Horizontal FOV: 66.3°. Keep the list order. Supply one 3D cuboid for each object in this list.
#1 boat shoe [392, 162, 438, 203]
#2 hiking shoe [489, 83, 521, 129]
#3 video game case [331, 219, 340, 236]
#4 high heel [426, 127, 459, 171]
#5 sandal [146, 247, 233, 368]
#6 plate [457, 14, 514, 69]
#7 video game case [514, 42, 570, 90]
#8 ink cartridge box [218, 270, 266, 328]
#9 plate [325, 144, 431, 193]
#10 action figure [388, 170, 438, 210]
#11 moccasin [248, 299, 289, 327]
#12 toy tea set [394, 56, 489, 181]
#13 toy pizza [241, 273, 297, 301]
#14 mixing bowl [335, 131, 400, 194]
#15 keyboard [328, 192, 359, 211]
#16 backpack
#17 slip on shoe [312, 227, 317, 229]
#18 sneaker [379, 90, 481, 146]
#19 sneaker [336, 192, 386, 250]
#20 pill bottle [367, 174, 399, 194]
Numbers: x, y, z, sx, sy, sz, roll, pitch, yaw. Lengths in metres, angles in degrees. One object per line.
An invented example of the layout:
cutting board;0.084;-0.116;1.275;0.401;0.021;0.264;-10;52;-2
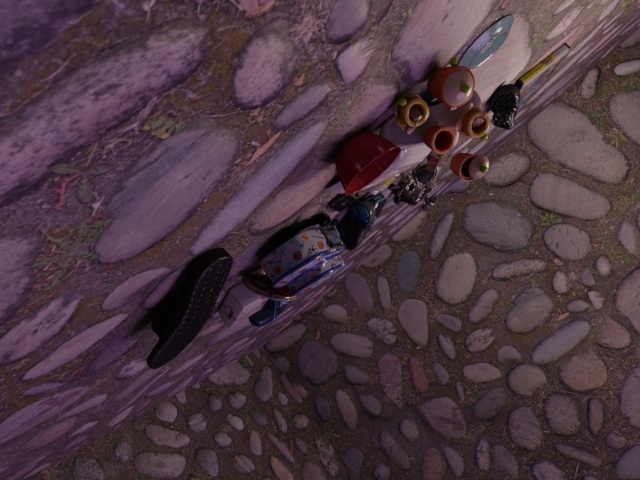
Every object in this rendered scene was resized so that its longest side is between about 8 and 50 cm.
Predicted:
boat shoe;0.410;-0.246;2.144;0.254;0.095;0.079;-36;-175;43
hiking shoe;0.746;-0.563;1.961;0.132;0.113;0.304;-68;163;-4
video game case;0.000;0.000;1.920;0.157;0.019;0.143;-37;153;-3
high heel;0.478;-0.383;1.901;0.244;0.082;0.117;102;8;-53
sandal;-0.380;0.180;1.369;0.446;0.107;0.167;-57;161;24
plate;0.444;-0.515;1.307;0.188;0.024;0.188;-36;170;-7
video game case;0.905;-0.681;2.082;0.248;0.035;0.275;-38;169;-2
ink cartridge box;-0.281;0.225;1.845;0.158;0.092;0.218;-30;169;-35
plate;0.191;-0.211;1.487;0.277;0.045;0.278;-25;179;33
action figure;0.374;-0.205;1.975;0.276;0.164;0.141;13;109;-59
moccasin;-0.190;0.235;2.156;0.342;0.138;0.117;-48;173;-37
toy tea set;0.352;-0.289;1.244;0.200;0.336;0.124;-50;-148;5
toy pizza;-0.171;0.153;1.685;0.201;0.201;0.032;-11;123;-67
mixing bowl;0.107;-0.213;1.262;0.181;0.098;0.181;-36;170;-8
keyboard;0.089;-0.143;1.703;0.108;0.023;0.180;-34;171;11
backpack;-0.064;0.066;1.619;0.276;0.213;0.263;-42;160;27
slip on shoe;-0.050;0.005;1.797;0.135;0.051;0.041;-36;175;35
sneaker;0.290;-0.328;1.375;0.296;0.104;0.147;-24;-174;-7
sneaker;0.165;-0.070;1.985;0.139;0.125;0.341;-37;173;-30
pill bottle;0.214;-0.213;1.702;0.116;0.065;0.065;-44;168;32
